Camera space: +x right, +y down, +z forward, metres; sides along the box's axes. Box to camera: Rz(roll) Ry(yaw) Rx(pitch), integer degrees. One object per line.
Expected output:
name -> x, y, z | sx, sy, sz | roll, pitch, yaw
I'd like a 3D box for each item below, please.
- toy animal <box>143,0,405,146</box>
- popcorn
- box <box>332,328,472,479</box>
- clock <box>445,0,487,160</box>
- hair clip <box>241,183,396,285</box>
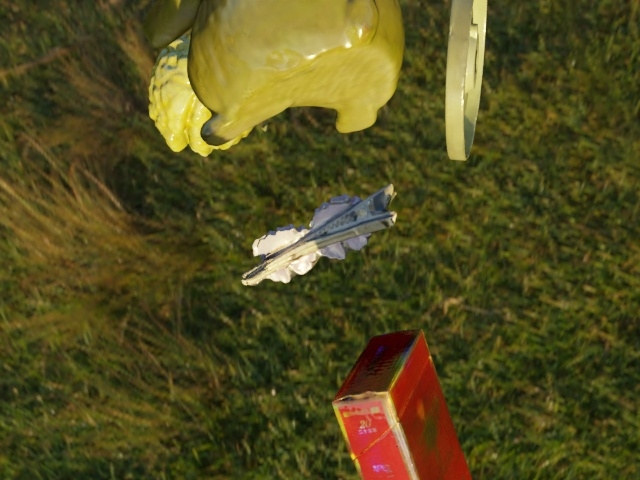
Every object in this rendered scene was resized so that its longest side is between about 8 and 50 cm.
toy animal -> -0.054, -0.245, 0.965 | 0.181, 0.180, 0.363 | -8, 55, -23
popcorn -> -0.141, -0.190, 1.511 | 0.142, 0.173, 0.173 | 15, 58, 36
box -> 0.126, 0.304, 1.595 | 0.089, 0.313, 0.197 | -12, 16, 24
clock -> 0.175, -0.213, 1.379 | 0.029, 0.235, 0.235 | 4, 59, 12
hair clip -> 0.000, 0.000, 1.852 | 0.292, 0.106, 0.084 | -26, 41, 15
